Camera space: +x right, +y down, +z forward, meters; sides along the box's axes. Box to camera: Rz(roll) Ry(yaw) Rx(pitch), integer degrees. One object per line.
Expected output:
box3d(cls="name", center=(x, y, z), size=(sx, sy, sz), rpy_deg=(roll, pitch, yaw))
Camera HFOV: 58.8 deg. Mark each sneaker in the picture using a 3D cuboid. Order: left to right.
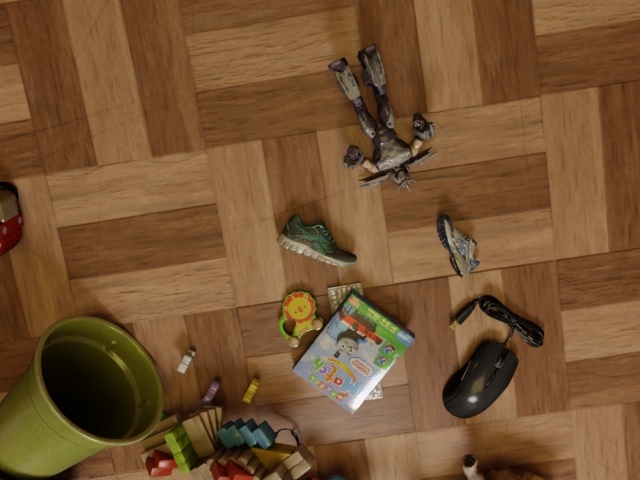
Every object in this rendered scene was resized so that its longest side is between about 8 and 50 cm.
box3d(cls="sneaker", center=(0.000, 0.000, 1.135), size=(0.167, 0.065, 0.076), rpy_deg=(20, 95, -4))
box3d(cls="sneaker", center=(0.279, 0.004, 1.141), size=(0.058, 0.052, 0.135), rpy_deg=(-27, 106, -5))

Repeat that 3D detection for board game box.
box3d(cls="board game box", center=(0.066, 0.230, 1.171), size=(0.160, 0.039, 0.211), rpy_deg=(36, 103, -2))

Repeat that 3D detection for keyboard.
box3d(cls="keyboard", center=(0.074, 0.216, 1.192), size=(0.072, 0.014, 0.255), rpy_deg=(-11, 99, 3))

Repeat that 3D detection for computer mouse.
box3d(cls="computer mouse", center=(0.325, 0.244, 1.170), size=(0.184, 0.060, 0.262), rpy_deg=(39, 97, -6))

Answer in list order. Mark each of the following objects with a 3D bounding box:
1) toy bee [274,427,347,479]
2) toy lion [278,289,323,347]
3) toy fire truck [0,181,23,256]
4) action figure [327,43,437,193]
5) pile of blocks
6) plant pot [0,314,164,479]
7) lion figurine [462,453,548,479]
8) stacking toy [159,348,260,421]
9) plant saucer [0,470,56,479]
box3d(cls="toy bee", center=(0.004, 0.556, 1.195), size=(0.195, 0.298, 0.162), rpy_deg=(-1, 133, -32))
box3d(cls="toy lion", center=(-0.047, 0.156, 1.177), size=(0.100, 0.034, 0.096), rpy_deg=(-38, 90, 7))
box3d(cls="toy fire truck", center=(-0.713, 0.020, 1.113), size=(0.217, 0.158, 0.246), rpy_deg=(2, 111, 0))
box3d(cls="action figure", center=(0.111, -0.216, 1.080), size=(0.185, 0.099, 0.284), rpy_deg=(-26, 102, -4))
box3d(cls="pile of blocks", center=(-0.199, 0.413, 1.106), size=(0.363, 0.113, 0.148), rpy_deg=(-1, 94, 13))
box3d(cls="plant pot", center=(-0.499, 0.331, 1.112), size=(0.254, 0.276, 0.276), rpy_deg=(-39, 97, 18))
box3d(cls="lion figurine", center=(0.302, 0.593, 1.153), size=(0.392, 0.142, 0.240), rpy_deg=(-38, 124, -2))
box3d(cls="stacking toy", center=(-0.247, 0.354, 1.200), size=(0.167, 0.052, 0.221), rpy_deg=(26, 99, -3))
box3d(cls="plant saucer", center=(-0.600, 0.494, 1.138), size=(0.278, 0.278, 0.041), rpy_deg=(22, 69, -3))
